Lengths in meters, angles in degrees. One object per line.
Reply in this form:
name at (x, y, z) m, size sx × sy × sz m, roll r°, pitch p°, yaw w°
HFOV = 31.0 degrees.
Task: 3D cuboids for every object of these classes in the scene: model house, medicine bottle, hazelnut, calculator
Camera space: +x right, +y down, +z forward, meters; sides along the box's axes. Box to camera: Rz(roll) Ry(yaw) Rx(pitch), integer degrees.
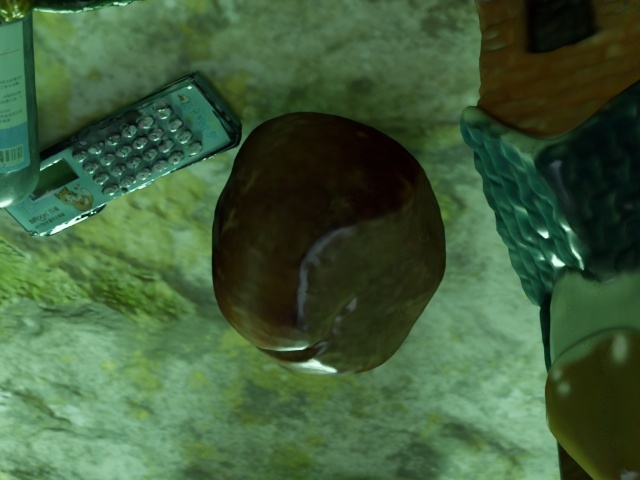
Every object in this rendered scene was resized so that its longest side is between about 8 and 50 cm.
model house at (0.181, -0.010, 0.529) m, size 0.190 × 0.300 × 0.271 m, roll -10°, pitch 130°, yaw 24°
medicine bottle at (-0.203, -0.112, 0.635) m, size 0.090 × 0.053 × 0.208 m, roll 9°, pitch 128°, yaw 2°
hazelnut at (0.000, 0.000, 0.667) m, size 0.143 × 0.143 × 0.154 m, roll 1°, pitch 123°, yaw 6°
calculator at (-0.128, -0.048, 0.707) m, size 0.172 × 0.018 × 0.057 m, roll -22°, pitch 123°, yaw 25°

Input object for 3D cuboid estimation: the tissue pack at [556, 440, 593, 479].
tissue pack at (0.283, 0.103, 0.698) m, size 0.246 × 0.159 × 0.136 m, roll -33°, pitch 122°, yaw 29°

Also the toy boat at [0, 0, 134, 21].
toy boat at (-0.079, -0.158, 0.558) m, size 0.230 × 0.088 × 0.089 m, roll -15°, pitch 128°, yaw 18°
